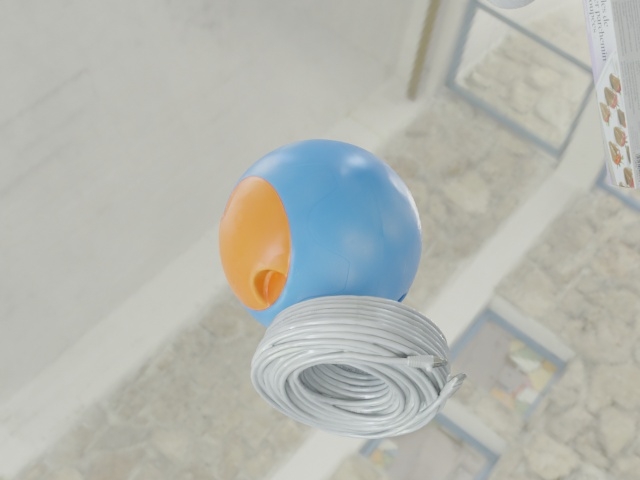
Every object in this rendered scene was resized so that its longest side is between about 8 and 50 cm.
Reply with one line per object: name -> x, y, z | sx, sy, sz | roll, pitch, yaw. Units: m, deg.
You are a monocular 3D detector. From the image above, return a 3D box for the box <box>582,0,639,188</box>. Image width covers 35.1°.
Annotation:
box -> 0.402, -0.230, 1.336 | 0.067, 0.063, 0.324 | -16, -77, -17

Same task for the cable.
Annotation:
cable -> 0.041, 0.166, 1.315 | 0.257, 0.257, 0.089 | 110, 175, -53

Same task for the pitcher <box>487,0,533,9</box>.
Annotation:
pitcher -> 0.239, -0.422, 1.451 | 0.178, 0.125, 0.207 | -39, -46, -7

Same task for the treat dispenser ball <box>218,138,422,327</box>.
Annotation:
treat dispenser ball -> 0.000, 0.000, 1.436 | 0.288, 0.288, 0.288 | -46, -20, -23
